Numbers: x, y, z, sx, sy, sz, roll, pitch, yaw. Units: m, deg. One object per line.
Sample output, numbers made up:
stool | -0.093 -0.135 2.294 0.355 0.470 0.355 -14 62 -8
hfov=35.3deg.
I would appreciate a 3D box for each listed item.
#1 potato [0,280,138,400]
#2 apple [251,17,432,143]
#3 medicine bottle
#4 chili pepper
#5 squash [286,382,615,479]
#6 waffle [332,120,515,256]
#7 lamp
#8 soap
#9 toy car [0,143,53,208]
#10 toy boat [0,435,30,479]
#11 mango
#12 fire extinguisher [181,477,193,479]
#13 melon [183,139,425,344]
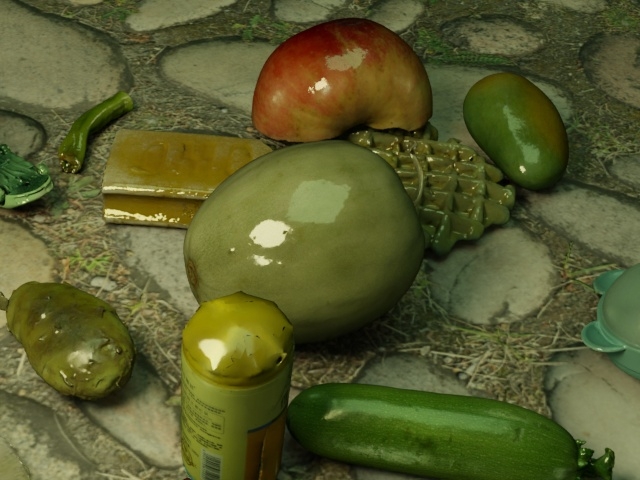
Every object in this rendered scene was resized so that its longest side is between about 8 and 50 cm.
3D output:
potato | -0.306 0.113 1.216 0.117 0.090 0.225 -33 47 -29
apple | 0.032 -0.273 1.615 0.293 0.163 0.251 -8 26 -14
medicine bottle | -0.090 0.162 1.072 0.124 0.239 0.124 5 43 -5
chili pepper | -0.360 -0.176 1.587 0.052 0.050 0.201 -15 30 34
squash | 0.145 0.222 1.142 0.379 0.101 0.101 11 40 3
waffle | 0.135 -0.085 1.535 0.309 0.056 0.292 -19 46 -29
lamp | 0.489 0.106 1.286 0.284 0.147 0.209 19 39 13
soap | -0.181 -0.089 1.478 0.257 0.080 0.160 3 40 -3
toy car | -0.457 -0.085 1.454 0.186 0.058 0.093 25 43 38
toy boat | -0.459 0.245 1.045 0.293 0.111 0.276 -1 38 -29
mango | 0.322 -0.178 1.622 0.156 0.114 0.251 8 37 -28
fire extinguisher | -0.194 0.305 1.041 0.157 0.045 0.078 -21 63 -30
melon | -0.015 0.004 1.262 0.308 0.272 0.272 -9 40 8
